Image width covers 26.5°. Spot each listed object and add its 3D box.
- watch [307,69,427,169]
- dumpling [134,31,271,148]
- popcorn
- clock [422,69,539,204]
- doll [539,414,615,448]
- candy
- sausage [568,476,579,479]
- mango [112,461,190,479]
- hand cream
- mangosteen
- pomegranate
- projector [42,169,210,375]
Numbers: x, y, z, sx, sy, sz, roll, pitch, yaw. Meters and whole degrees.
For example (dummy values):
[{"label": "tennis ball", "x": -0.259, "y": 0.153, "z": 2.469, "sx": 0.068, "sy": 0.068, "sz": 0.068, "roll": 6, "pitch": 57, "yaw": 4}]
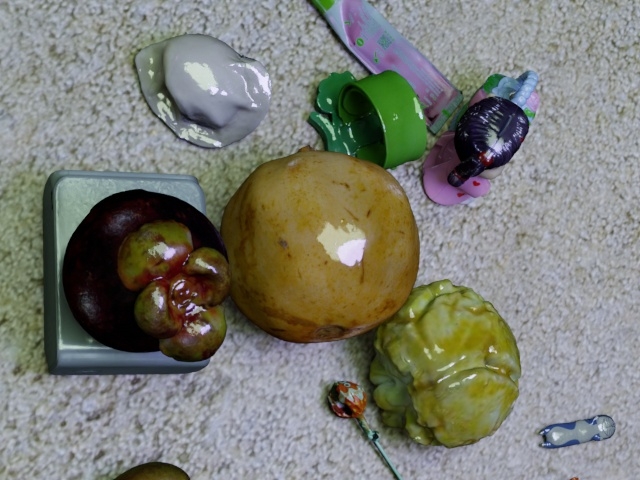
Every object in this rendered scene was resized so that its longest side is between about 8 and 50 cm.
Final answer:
[{"label": "watch", "x": 0.068, "y": -0.174, "z": 1.880, "sx": 0.131, "sy": 0.152, "sz": 0.165, "roll": -18, "pitch": 85, "yaw": -21}, {"label": "dumpling", "x": -0.160, "y": -0.204, "z": 1.841, "sx": 0.176, "sy": 0.092, "sz": 0.150, "roll": 12, "pitch": 86, "yaw": -23}, {"label": "popcorn", "x": 0.169, "y": 0.165, "z": 1.816, "sx": 0.204, "sy": 0.183, "sz": 0.221, "roll": -6, "pitch": 77, "yaw": -28}, {"label": "clock", "x": 0.235, "y": -0.154, "z": 1.913, "sx": 0.100, "sy": 0.195, "sz": 0.194, "roll": 34, "pitch": 69, "yaw": -5}, {"label": "doll", "x": 0.367, "y": 0.273, "z": 1.941, "sx": 0.125, "sy": 0.027, "sz": 0.037, "roll": -8, "pitch": 87, "yaw": -22}, {"label": "candy", "x": 0.071, "y": 0.265, "z": 1.829, "sx": 0.049, "sy": 0.055, "sz": 0.185, "roll": -36, "pitch": 99, "yaw": -17}, {"label": "sausage", "x": 0.410, "y": 0.433, "z": 1.893, "sx": 0.071, "sy": 0.071, "sz": 0.234, "roll": -28, "pitch": 88, "yaw": -24}, {"label": "mango", "x": -0.248, "y": 0.385, "z": 1.637, "sx": 0.133, "sy": 0.111, "sz": 0.267, "roll": 33, "pitch": 68, "yaw": 7}, {"label": "hand cream", "x": 0.095, "y": -0.278, "z": 1.979, "sx": 0.275, "sy": 0.050, "sz": 0.079, "roll": 44, "pitch": 91, "yaw": -11}, {"label": "mangosteen", "x": -0.199, "y": 0.039, "z": 1.580, "sx": 0.210, "sy": 0.210, "sz": 0.210, "roll": 5, "pitch": 75, "yaw": -19}, {"label": "pomegranate", "x": 0.000, "y": 0.000, "z": 1.750, "sx": 0.264, "sy": 0.264, "sz": 0.264, "roll": 5, "pitch": 75, "yaw": -19}, {"label": "projector", "x": -0.247, "y": 0.043, "z": 1.731, "sx": 0.198, "sy": 0.108, "sz": 0.250, "roll": 1, "pitch": 75, "yaw": -20}]
